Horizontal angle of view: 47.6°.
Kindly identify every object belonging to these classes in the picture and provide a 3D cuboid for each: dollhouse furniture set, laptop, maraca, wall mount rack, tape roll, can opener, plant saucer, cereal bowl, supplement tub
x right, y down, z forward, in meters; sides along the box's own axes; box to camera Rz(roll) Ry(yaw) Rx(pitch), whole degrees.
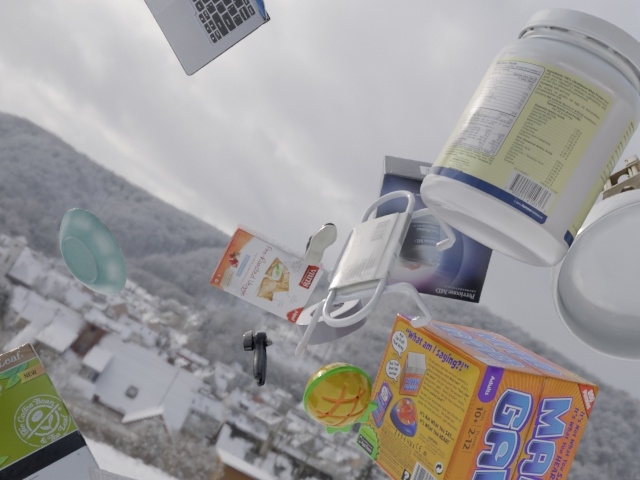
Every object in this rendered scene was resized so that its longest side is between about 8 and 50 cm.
[{"bbox_3d":[0.711,-0.085,1.638,0.160,0.101,0.182,56,26,-5],"label":"dollhouse furniture set"},{"bbox_3d":[-0.287,-0.555,1.405,0.408,0.236,0.381,-23,-80,36],"label":"laptop"},{"bbox_3d":[0.037,0.285,1.288,0.185,0.127,0.099,64,0,-43],"label":"maraca"},{"bbox_3d":[0.076,0.071,1.310,0.304,0.350,0.130,-16,-58,35],"label":"wall mount rack"},{"bbox_3d":[0.032,0.243,2.248,0.219,0.219,0.072,2,-65,65],"label":"tape roll"},{"bbox_3d":[-0.159,0.304,1.879,0.186,0.073,0.059,-103,168,-51],"label":"can opener"},{"bbox_3d":[-0.468,0.031,1.450,0.195,0.037,0.194,19,-56,30],"label":"plant saucer"},{"bbox_3d":[0.602,0.051,1.363,0.339,0.338,0.141,30,26,-5],"label":"cereal bowl"},{"bbox_3d":[0.321,-0.149,1.076,0.236,0.324,0.235,30,-2,1],"label":"supplement tub"}]

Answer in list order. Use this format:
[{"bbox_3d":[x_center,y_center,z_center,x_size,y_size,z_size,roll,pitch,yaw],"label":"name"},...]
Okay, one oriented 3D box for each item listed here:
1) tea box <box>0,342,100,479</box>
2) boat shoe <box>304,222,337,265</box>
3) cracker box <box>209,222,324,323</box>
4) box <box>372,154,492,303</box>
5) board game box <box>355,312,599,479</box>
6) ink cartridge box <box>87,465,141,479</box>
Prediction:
[{"bbox_3d":[-0.640,0.428,1.369,0.323,0.329,0.220,54,-36,14],"label":"tea box"},{"bbox_3d":[0.000,0.000,1.429,0.046,0.038,0.125,10,-40,-12],"label":"boat shoe"},{"bbox_3d":[-0.127,0.079,1.747,0.232,0.155,0.067,26,12,-10],"label":"cracker box"},{"bbox_3d":[0.276,-0.028,1.799,0.297,0.293,0.182,9,22,1],"label":"box"},{"bbox_3d":[0.363,0.422,1.743,0.357,0.356,0.357,14,6,-28],"label":"board game box"},{"bbox_3d":[-0.323,0.472,1.176,0.180,0.056,0.224,64,2,27],"label":"ink cartridge box"}]
